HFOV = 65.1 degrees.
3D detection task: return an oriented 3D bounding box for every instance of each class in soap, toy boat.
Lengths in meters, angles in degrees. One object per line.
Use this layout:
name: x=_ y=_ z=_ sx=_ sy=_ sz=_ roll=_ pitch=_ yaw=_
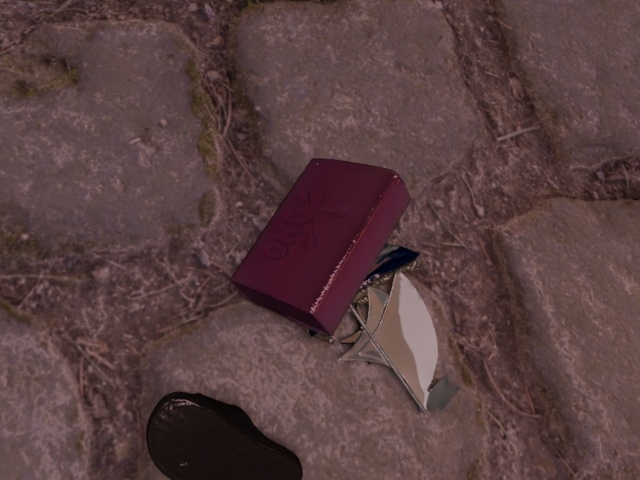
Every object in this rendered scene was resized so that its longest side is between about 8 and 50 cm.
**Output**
soap: x=-0.001 y=-0.001 z=0.771 sx=0.181 sy=0.081 sz=0.259 roll=17 pitch=65 yaw=40
toy boat: x=0.089 y=0.143 z=0.799 sx=0.210 sy=0.070 sz=0.291 roll=-12 pitch=80 yaw=-9

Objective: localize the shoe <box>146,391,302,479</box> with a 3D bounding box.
shoe: x=-0.138 y=0.290 z=0.712 sx=0.241 sy=0.093 sz=0.108 roll=37 pitch=88 yaw=-20
